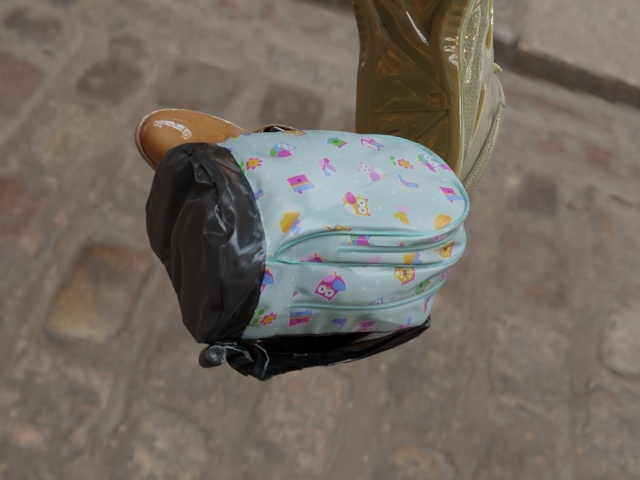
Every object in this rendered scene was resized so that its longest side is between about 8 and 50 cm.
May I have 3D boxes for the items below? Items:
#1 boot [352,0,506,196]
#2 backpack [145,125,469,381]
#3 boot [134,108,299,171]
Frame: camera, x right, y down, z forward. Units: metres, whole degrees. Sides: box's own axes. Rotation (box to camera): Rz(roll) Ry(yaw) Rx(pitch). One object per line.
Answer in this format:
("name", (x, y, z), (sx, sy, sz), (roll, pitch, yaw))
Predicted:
("boot", (0.085, -0.151, 1.216), (0.095, 0.262, 0.203), (2, 0, 13))
("backpack", (0.000, 0.000, 1.041), (0.182, 0.115, 0.152), (2, 45, -26))
("boot", (-0.060, -0.072, 1.428), (0.197, 0.152, 0.073), (22, 79, -3))
